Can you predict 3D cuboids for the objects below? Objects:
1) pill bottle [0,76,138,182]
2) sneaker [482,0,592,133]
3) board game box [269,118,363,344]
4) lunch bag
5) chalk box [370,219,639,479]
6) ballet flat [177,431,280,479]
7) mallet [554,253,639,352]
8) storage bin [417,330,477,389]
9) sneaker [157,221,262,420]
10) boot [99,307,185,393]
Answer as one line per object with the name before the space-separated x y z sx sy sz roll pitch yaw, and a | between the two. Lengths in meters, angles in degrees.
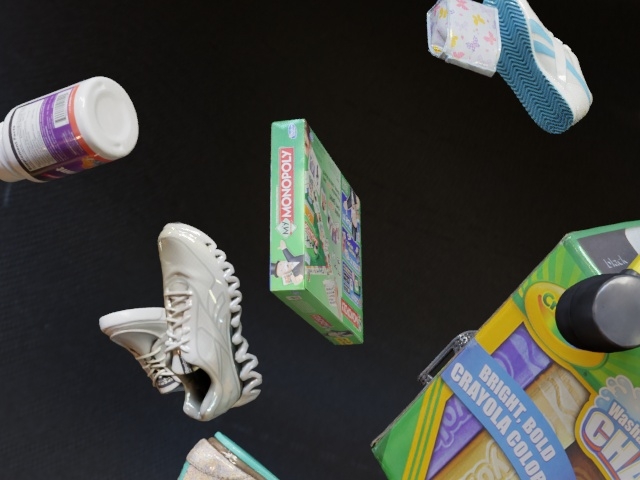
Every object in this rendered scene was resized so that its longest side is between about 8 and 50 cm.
pill bottle | -0.341 -0.136 1.560 0.194 0.108 0.108 -14 114 31
sneaker | 0.311 -0.268 1.747 0.087 0.092 0.228 -25 96 46
board game box | 0.000 0.000 1.558 0.046 0.317 0.213 -4 73 13
lunch bag | 0.155 -0.219 1.310 0.071 0.083 0.053 13 144 -21
chalk box | 0.201 0.102 0.717 0.179 0.180 0.289 59 134 24
ballet flat | -0.016 0.304 1.143 0.316 0.107 0.106 38 81 -15
mallet | 0.189 -0.020 0.598 0.039 0.062 0.189 40 89 -2
storage bin | 0.254 0.210 1.876 0.122 0.180 0.084 -50 60 26
sneaker | -0.173 0.118 1.698 0.110 0.118 0.292 -2 110 43
boot | -0.260 0.186 1.967 0.095 0.258 0.123 -19 72 24
